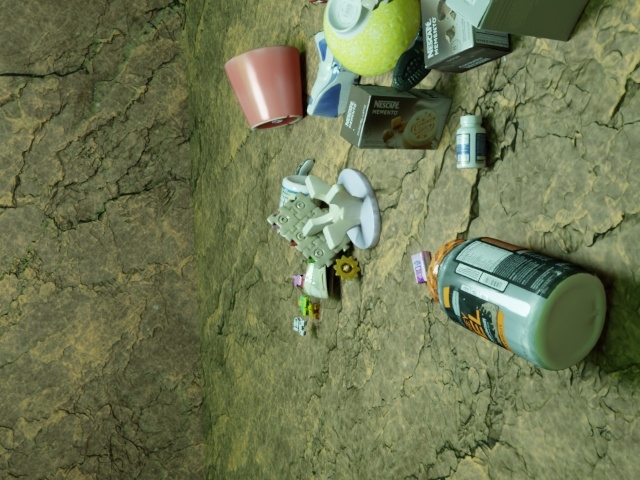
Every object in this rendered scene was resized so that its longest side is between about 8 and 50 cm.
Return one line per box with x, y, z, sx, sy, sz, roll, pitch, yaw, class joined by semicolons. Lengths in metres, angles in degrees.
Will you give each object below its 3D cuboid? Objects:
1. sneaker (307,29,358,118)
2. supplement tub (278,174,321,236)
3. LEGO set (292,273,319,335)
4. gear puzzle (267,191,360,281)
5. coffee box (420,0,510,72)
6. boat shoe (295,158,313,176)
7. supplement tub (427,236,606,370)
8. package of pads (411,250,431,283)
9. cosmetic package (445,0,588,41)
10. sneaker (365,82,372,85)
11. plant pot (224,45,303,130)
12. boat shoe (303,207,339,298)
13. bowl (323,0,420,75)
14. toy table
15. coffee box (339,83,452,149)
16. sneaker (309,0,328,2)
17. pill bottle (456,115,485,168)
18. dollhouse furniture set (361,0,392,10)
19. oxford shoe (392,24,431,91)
0.045;-0.553;1.942;0.315;0.127;0.182;-65;35;30;sneaker
-0.071;-0.115;2.158;0.144;0.144;0.199;40;127;53;supplement tub
-0.058;0.215;2.225;0.093;0.087;0.227;16;107;44;LEGO set
0.000;0.000;1.993;0.339;0.175;0.044;43;156;10;gear puzzle
0.324;-0.554;1.416;0.168;0.119;0.297;-4;89;60;coffee box
-0.060;-0.259;2.229;0.038;0.046;0.125;66;154;24;boat shoe
0.387;0.112;1.281;0.338;0.207;0.207;26;116;59;supplement tub
0.274;0.073;1.664;0.050;0.032;0.083;-31;66;61;package of pads
0.382;-0.466;1.202;0.127;0.238;0.107;61;140;43;cosmetic package
0.149;-0.390;1.787;0.227;0.087;0.130;-161;64;-65;sneaker
-0.183;-0.537;2.225;0.275;0.275;0.243;-12;92;61;plant pot
0.019;0.044;2.072;0.098;0.109;0.302;10;90;26;boat shoe
0.107;-0.601;1.668;0.289;0.156;0.289;1;92;37;bowl
0.060;-0.095;1.906;0.274;0.161;0.252;63;143;34;toy table
0.189;-0.309;1.556;0.098;0.247;0.141;48;133;48;coffee box
0.024;-0.831;1.973;0.221;0.087;0.128;26;117;57;sneaker
0.353;-0.229;1.452;0.067;0.067;0.120;8;100;61;pill bottle
0.113;-0.759;1.524;0.303;0.355;0.174;34;135;8;dollhouse furniture set
0.235;-0.440;1.557;0.227;0.083;0.096;-57;3;-31;oxford shoe
